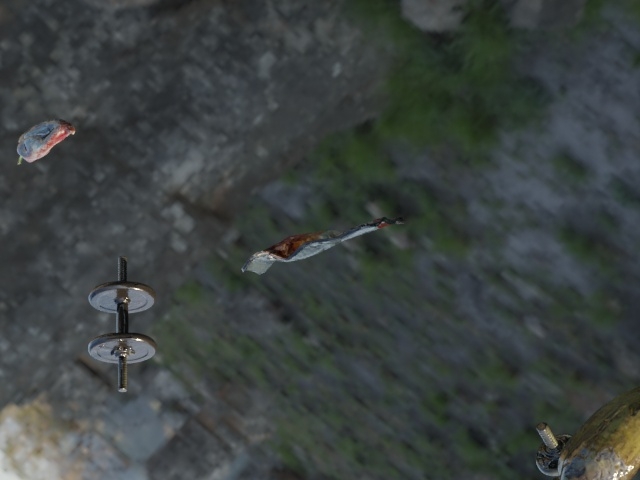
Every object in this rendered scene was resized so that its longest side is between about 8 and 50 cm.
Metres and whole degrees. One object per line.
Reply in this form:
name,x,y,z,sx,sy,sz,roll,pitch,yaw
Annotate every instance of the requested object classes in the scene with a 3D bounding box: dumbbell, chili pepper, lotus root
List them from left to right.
chili pepper,-0.414,-0.149,2.014,0.153,0.041,0.050,-19,88,51
dumbbell,-0.200,0.083,1.372,0.069,0.147,0.069,-3,154,-1
dumbbell,0.401,0.377,2.162,0.081,0.081,0.254,20,149,53
lotus root,0.349,0.246,1.616,0.080,0.179,0.089,46,178,-11

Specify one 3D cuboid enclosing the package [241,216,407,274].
package,0.000,0.000,1.973,0.166,0.232,0.040,-13,-96,-70
